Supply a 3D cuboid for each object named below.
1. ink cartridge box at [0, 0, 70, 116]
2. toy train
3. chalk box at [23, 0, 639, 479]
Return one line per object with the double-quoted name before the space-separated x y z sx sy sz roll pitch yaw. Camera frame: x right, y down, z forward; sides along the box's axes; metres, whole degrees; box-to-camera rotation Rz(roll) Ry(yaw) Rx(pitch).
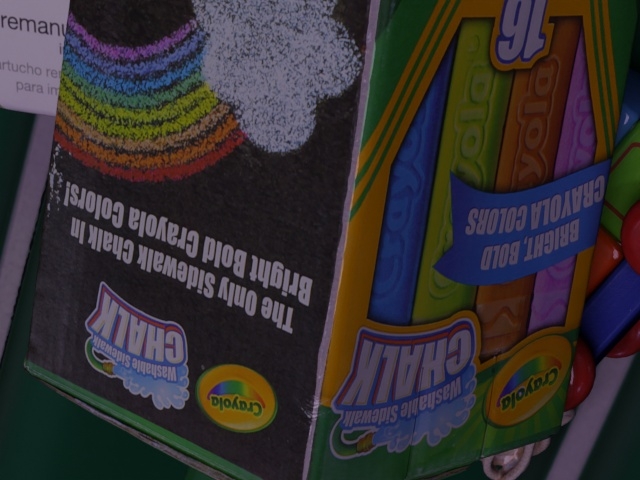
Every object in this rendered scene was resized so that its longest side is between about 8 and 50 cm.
"ink cartridge box" -0.131 -0.209 0.850 0.201 0.117 0.278 10 114 18
"toy train" 0.089 0.016 0.871 0.143 0.105 0.248 45 121 12
"chalk box" 0.000 0.000 0.777 0.180 0.179 0.289 23 111 39
